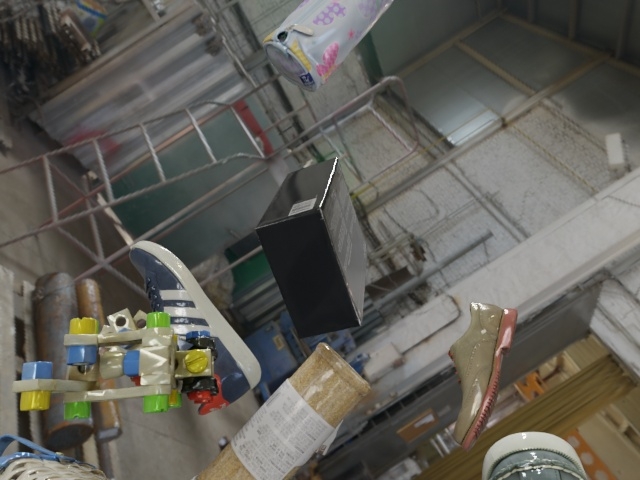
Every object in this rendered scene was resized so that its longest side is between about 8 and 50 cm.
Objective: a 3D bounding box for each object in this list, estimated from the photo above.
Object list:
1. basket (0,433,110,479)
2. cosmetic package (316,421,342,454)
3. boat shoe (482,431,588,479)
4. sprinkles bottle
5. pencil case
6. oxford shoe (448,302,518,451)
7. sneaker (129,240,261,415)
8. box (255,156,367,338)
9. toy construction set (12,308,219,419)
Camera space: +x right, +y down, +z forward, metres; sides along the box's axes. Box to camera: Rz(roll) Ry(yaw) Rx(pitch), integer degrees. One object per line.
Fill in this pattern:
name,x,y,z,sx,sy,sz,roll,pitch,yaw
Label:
basket,-0.407,0.414,0.692,0.201,0.289,0.254,52,47,-53
cosmetic package,-0.010,0.443,1.378,0.085,0.117,0.231,23,11,-9
boat shoe,0.195,0.321,0.436,0.099,0.116,0.319,-67,147,-69
sprinkles bottle,-0.075,0.336,0.857,0.121,0.355,0.121,43,-7,7
pencil case,0.025,-0.380,0.860,0.113,0.273,0.124,34,-10,36
oxford shoe,0.354,0.305,1.201,0.130,0.348,0.123,15,-29,23
sneaker,-0.266,0.156,0.929,0.350,0.148,0.131,47,-28,13
box,0.000,0.000,0.812,0.261,0.103,0.184,-74,144,-66
toy construction set,-0.254,0.174,0.723,0.328,0.215,0.151,154,-66,-78
